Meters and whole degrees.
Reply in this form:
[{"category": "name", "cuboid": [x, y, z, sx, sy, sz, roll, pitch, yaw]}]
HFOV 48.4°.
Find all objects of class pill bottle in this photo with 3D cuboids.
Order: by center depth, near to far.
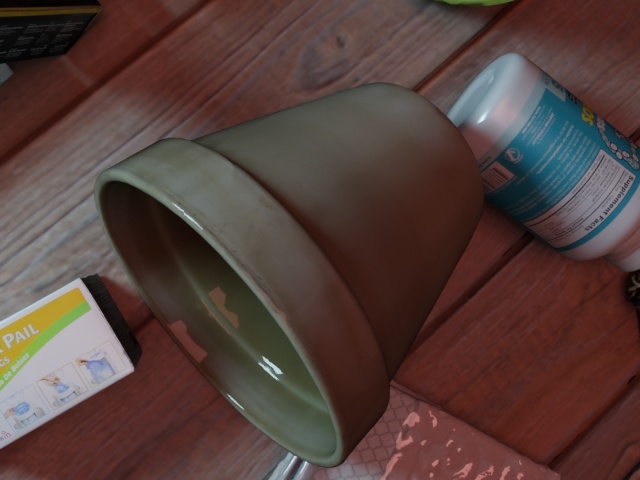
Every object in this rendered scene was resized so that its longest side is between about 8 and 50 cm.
[{"category": "pill bottle", "cuboid": [0.266, -0.075, 0.792, 0.264, 0.146, 0.146, 35, 83, -10]}]

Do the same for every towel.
[{"category": "towel", "cuboid": [0.076, 0.339, 0.788, 0.317, 0.053, 0.331, 32, 84, -15]}]

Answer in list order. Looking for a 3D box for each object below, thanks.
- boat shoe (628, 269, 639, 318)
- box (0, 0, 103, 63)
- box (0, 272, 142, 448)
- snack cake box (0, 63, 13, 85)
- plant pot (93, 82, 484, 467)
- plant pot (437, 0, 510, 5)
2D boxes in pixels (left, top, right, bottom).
[{"category": "boat shoe", "cuboid": [0.414, 0.062, 0.854, 0.070, 0.078, 0.219, -14, 94, -12]}, {"category": "box", "cuboid": [-0.359, -0.261, 0.587, 0.257, 0.322, 0.079, 45, 110, -6]}, {"category": "box", "cuboid": [-0.292, 0.128, 0.698, 0.203, 0.114, 0.103, -30, 95, -9]}, {"category": "snack cake box", "cuboid": [-0.457, -0.144, 0.680, 0.264, 0.089, 0.152, -43, 95, -9]}, {"category": "plant pot", "cuboid": [0.000, 0.000, 0.682, 0.280, 0.323, 0.323, -38, 97, -25]}, {"category": "plant pot", "cuboid": [0.178, -0.496, 0.701, 0.366, 0.366, 0.353, 38, 71, -9]}]
